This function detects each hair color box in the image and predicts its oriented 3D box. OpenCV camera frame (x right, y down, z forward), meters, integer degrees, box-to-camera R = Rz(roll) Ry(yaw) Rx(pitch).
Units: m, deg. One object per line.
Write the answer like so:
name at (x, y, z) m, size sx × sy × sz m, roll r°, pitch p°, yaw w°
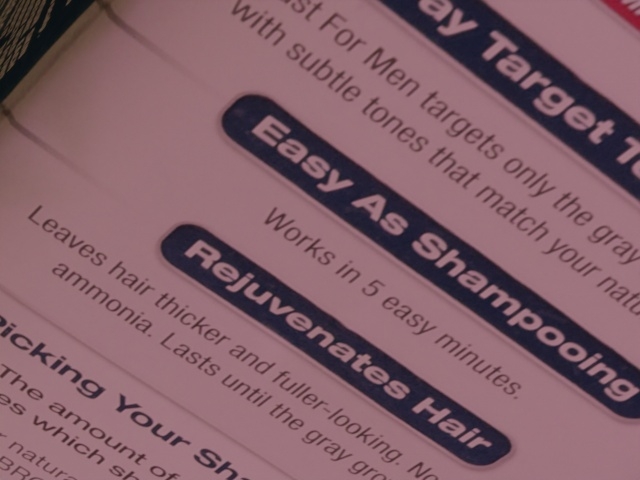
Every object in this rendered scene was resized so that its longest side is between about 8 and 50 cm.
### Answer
hair color box at (0.000, 0.000, 0.431) m, size 0.174 × 0.347 × 0.105 m, roll 35°, pitch 41°, yaw -18°
